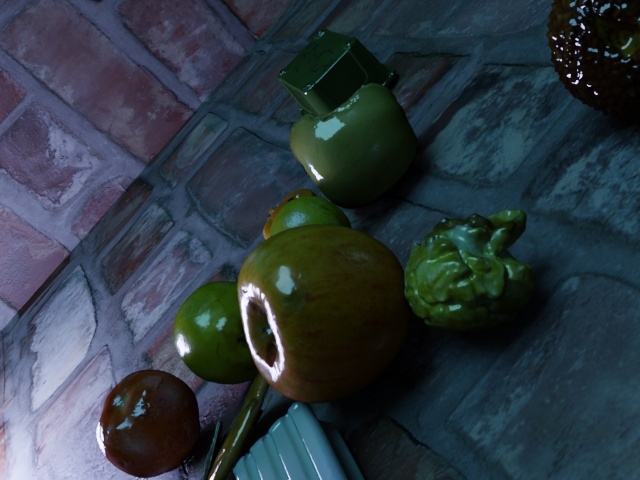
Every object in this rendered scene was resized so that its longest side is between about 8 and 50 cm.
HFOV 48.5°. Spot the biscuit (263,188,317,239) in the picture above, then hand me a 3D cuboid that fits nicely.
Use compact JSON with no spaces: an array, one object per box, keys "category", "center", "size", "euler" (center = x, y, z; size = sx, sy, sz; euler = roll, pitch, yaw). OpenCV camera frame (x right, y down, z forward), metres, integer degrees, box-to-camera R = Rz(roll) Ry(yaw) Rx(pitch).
[{"category":"biscuit","center":[-0.086,-0.067,1.785],"size":[0.170,0.050,0.170],"euler":[-34,30,23]}]

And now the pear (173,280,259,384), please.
[{"category":"pear","center":[-0.196,0.184,1.452],"size":[0.212,0.212,0.269],"euler":[-56,24,-15]}]

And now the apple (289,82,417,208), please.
[{"category":"apple","center":[0.074,-0.201,1.529],"size":[0.279,0.279,0.279],"euler":[-34,31,24]}]

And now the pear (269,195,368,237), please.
[{"category":"pear","center":[0.000,0.000,1.479],"size":[0.216,0.166,0.180],"euler":[10,81,22]}]

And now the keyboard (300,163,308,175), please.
[{"category":"keyboard","center":[-0.029,-0.254,1.975],"size":[0.094,0.025,0.230],"euler":[-45,28,10]}]

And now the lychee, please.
[{"category":"lychee","center":[0.494,-0.327,1.117],"size":[0.268,0.267,0.267],"euler":[-34,31,24]}]

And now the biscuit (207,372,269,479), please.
[{"category":"biscuit","center":[-0.140,0.331,1.253],"size":[0.203,0.041,0.259],"euler":[62,-127,-86]}]

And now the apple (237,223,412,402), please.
[{"category":"apple","center":[0.014,0.111,1.159],"size":[0.275,0.298,0.299],"euler":[-8,17,-22]}]

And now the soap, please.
[{"category":"soap","center":[-0.018,0.388,1.055],"size":[0.173,0.095,0.289],"euler":[-47,28,4]}]

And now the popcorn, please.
[{"category":"popcorn","center":[0.227,0.042,1.058],"size":[0.198,0.198,0.212],"euler":[36,108,62]}]

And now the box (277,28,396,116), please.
[{"category":"box","center":[0.028,-0.452,1.986],"size":[0.252,0.178,0.328],"euler":[-48,28,2]}]

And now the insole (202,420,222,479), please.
[{"category":"insole","center":[-0.208,0.437,1.293],"size":[0.011,0.081,0.247],"euler":[6,39,2]}]

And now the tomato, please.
[{"category":"tomato","center":[-0.338,0.370,1.430],"size":[0.208,0.184,0.208],"euler":[-27,36,22]}]
